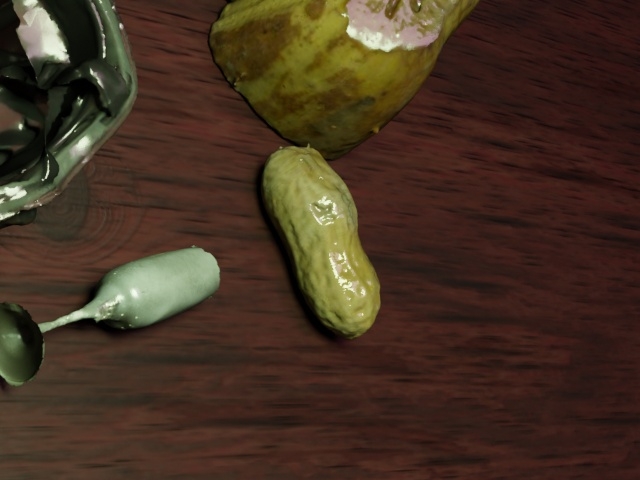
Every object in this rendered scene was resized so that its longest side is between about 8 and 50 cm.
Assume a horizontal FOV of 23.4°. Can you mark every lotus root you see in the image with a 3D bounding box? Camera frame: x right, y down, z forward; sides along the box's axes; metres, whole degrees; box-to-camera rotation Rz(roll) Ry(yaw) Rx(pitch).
[{"bbox_3d":[0.018,-0.270,1.665,0.316,0.250,0.316,15,63,-33],"label":"lotus root"}]

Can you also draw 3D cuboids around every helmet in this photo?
[{"bbox_3d":[-0.315,-0.134,1.206,0.271,0.197,0.338,60,42,-17],"label":"helmet"}]

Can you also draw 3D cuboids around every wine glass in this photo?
[{"bbox_3d":[-0.181,0.056,1.366,0.262,0.074,0.074,-21,86,-53],"label":"wine glass"}]

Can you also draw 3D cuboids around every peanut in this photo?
[{"bbox_3d":[0.000,0.000,1.594,0.099,0.099,0.214,-12,85,-51],"label":"peanut"}]
